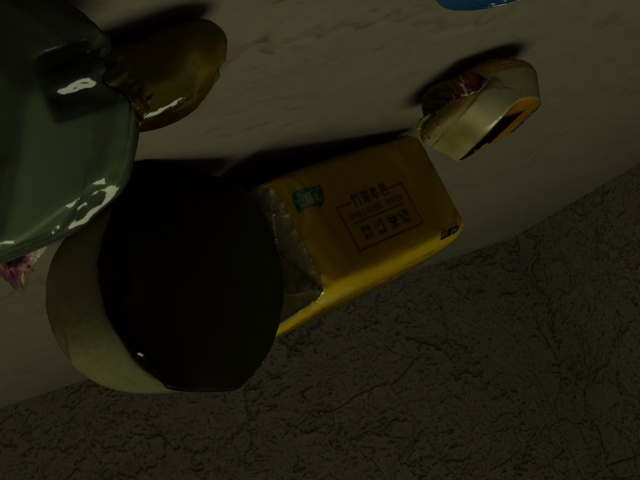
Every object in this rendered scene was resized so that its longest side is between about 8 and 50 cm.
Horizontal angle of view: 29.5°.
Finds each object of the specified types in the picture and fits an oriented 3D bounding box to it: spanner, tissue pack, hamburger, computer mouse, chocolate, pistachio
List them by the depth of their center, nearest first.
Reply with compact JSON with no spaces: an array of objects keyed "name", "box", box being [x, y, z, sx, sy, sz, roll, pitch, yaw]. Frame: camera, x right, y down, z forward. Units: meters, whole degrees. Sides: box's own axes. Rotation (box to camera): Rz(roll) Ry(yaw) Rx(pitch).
[{"name":"computer mouse","box":[-0.360,-0.060,0.985,0.429,0.228,0.145,-20,-179,-2]},{"name":"pistachio","box":[-0.177,-0.154,1.212,0.189,0.100,0.110,-21,167,-9]},{"name":"chocolate","box":[-0.256,0.081,1.775,0.297,0.314,0.326,-15,166,34]},{"name":"hamburger","box":[0.240,-0.206,1.858,0.173,0.116,0.210,-26,170,-27]},{"name":"tissue pack","box":[0.000,0.000,2.023,0.382,0.228,0.293,-24,174,-46]},{"name":"spanner","box":[-0.115,-0.069,2.110,0.054,0.015,0.254,-19,171,-28]}]

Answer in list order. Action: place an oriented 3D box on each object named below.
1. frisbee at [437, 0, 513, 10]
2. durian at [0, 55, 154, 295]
[{"name":"frisbee","box":[0.250,-0.320,1.416,0.242,0.045,0.242,-20,172,-3]},{"name":"durian","box":[-0.276,-0.100,1.147,0.112,0.191,0.341,-44,178,-45]}]
